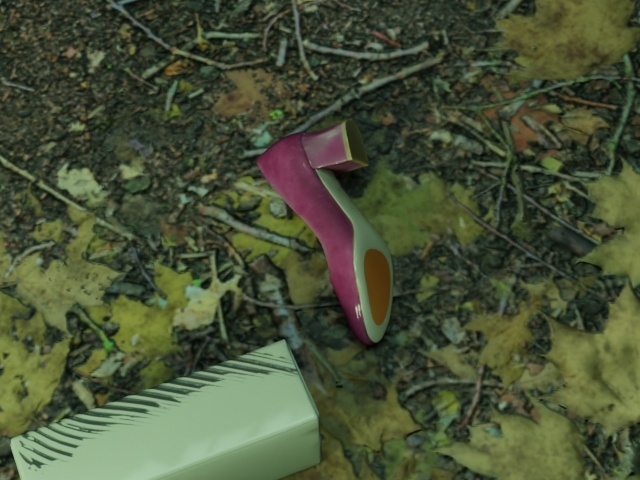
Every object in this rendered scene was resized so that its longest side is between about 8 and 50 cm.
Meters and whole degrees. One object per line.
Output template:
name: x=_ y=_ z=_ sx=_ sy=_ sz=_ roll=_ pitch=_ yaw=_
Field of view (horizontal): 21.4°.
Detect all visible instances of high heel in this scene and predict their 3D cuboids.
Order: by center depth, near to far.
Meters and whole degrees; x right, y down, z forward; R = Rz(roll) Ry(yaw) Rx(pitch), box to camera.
high heel: x=0.000 y=0.000 z=1.725 sx=0.117 sy=0.082 sz=0.244 roll=-20 pitch=73 yaw=27

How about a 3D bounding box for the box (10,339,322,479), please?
box: x=-0.141 y=0.197 z=1.584 sx=0.275 sy=0.113 sz=0.094 roll=-19 pitch=61 yaw=-11
